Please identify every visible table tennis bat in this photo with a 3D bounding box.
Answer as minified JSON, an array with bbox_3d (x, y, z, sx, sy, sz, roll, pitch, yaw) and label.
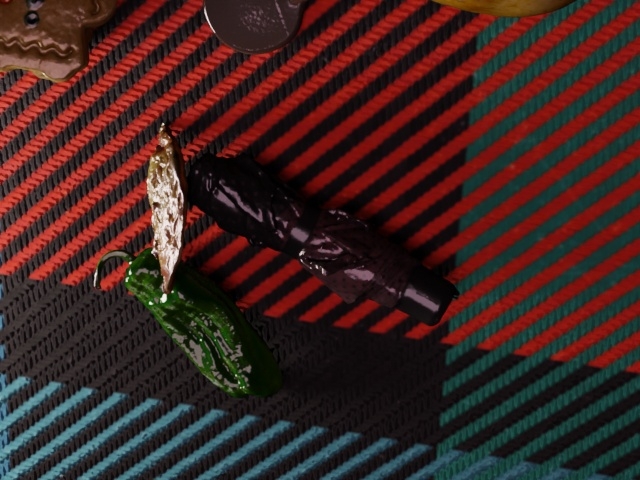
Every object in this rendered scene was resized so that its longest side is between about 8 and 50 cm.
[{"bbox_3d":[-0.058,-0.234,1.552,0.169,0.119,0.108,-12,110,21],"label":"table tennis bat"}]

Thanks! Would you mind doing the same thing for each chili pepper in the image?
[{"bbox_3d":[-0.140,0.092,1.744,0.100,0.074,0.257,-36,100,34],"label":"chili pepper"}]

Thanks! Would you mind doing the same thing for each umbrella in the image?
[{"bbox_3d":[0.000,0.000,1.661,0.326,0.094,0.090,29,73,2],"label":"umbrella"}]

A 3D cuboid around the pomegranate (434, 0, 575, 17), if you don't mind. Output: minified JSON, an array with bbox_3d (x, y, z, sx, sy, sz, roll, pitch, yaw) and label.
[{"bbox_3d":[0.167,-0.327,1.387,0.260,0.260,0.260,5,115,12],"label":"pomegranate"}]

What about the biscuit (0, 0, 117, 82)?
[{"bbox_3d":[-0.289,-0.282,1.585,0.166,0.036,0.226,12,88,6],"label":"biscuit"}]

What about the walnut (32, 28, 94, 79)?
[{"bbox_3d":[-0.288,-0.222,1.639,0.079,0.082,0.096,49,112,24],"label":"walnut"}]

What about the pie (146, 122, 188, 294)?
[{"bbox_3d":[-0.165,-0.037,1.652,0.033,0.088,0.191,-1,88,-26],"label":"pie"}]
